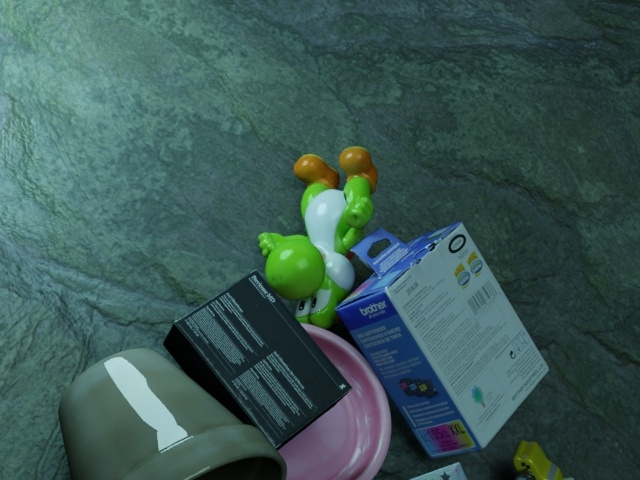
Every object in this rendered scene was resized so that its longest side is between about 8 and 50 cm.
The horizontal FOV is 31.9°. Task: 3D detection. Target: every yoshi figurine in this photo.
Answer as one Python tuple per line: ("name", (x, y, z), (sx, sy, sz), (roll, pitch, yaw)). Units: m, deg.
("yoshi figurine", (-0.007, -0.015, 2.079), (0.203, 0.203, 0.362), (14, 59, -7))

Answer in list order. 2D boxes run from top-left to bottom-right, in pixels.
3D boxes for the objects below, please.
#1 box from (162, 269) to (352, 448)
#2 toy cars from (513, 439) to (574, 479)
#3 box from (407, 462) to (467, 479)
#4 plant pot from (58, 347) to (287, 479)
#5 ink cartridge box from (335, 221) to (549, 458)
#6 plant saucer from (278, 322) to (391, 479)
("box", (-0.105, 0.208, 1.853), (0.184, 0.103, 0.261), (-33, 79, -31))
("toy cars", (0.413, 0.542, 1.953), (0.176, 0.087, 0.393), (42, 40, -51))
("box", (0.128, 0.483, 1.863), (0.247, 0.163, 0.142), (-14, 70, -30))
("plant pot", (-0.259, 0.331, 1.723), (0.323, 0.323, 0.280), (-19, 54, -31))
("ink cartridge box", (0.209, 0.151, 2.017), (0.270, 0.151, 0.395), (-38, 100, -43))
("plant saucer", (-0.043, 0.306, 1.938), (0.332, 0.084, 0.332), (10, 60, -18))
